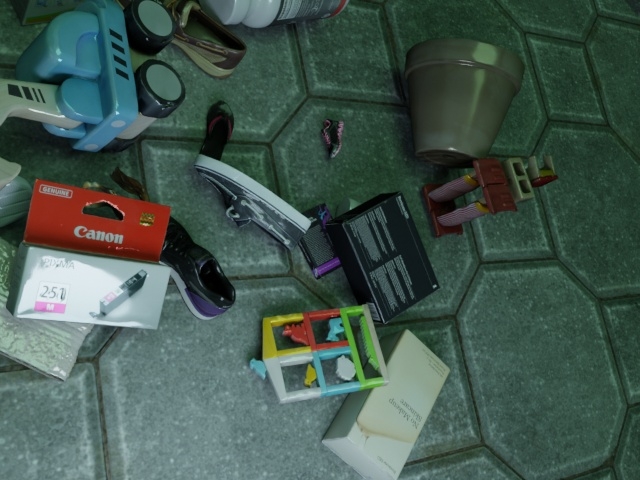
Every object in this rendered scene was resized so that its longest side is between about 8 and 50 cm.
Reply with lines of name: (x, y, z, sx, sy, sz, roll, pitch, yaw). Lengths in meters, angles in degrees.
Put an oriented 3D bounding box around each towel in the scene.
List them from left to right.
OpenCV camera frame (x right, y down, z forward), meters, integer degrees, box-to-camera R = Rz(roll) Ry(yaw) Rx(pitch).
towel: (-0.553, 0.116, 1.295, 0.282, 0.049, 0.187, 32, 59, -20)

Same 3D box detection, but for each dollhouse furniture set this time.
dollhouse furniture set: (0.487, -0.125, 1.964, 0.374, 0.201, 0.152, -8, 77, -41)

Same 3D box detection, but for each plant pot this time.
plant pot: (0.374, -0.354, 1.927, 0.323, 0.323, 0.281, 13, 82, -28)

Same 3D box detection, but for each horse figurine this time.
horse figurine: (-0.400, -0.013, 1.398, 0.174, 0.066, 0.264, 15, 85, -9)

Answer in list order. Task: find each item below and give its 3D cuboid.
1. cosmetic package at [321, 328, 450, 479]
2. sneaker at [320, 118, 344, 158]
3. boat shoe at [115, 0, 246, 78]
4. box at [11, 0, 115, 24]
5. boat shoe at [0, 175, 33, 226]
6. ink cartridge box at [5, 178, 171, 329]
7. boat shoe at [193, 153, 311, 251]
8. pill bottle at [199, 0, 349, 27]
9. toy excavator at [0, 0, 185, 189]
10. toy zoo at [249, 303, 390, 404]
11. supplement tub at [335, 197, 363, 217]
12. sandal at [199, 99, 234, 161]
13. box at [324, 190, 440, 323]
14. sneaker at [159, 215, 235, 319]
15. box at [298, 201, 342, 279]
cosmetic package: (0.155, 0.374, 1.615, 0.160, 0.113, 0.309, 42, 55, -12)
sneaker: (0.025, -0.263, 1.808, 0.057, 0.047, 0.119, 18, 57, -19)
boat shoe: (-0.320, -0.516, 1.626, 0.342, 0.123, 0.123, 37, 57, -17)
box: (-0.548, -0.544, 1.502, 0.203, 0.103, 0.114, -23, 86, -36)
boat shoe: (-0.684, -0.082, 1.234, 0.335, 0.121, 0.119, -9, 40, -35)
ink cartridge box: (-0.408, 0.033, 1.303, 0.275, 0.060, 0.239, 11, 94, -38)
boat shoe: (-0.166, -0.079, 1.585, 0.301, 0.108, 0.102, 34, 83, -21)
pill bottle: (-0.111, -0.643, 1.753, 0.362, 0.210, 0.210, -21, 85, -36)
toy excavator: (-0.492, -0.272, 1.310, 0.445, 0.222, 0.433, 4, 69, -45)
toy zoo: (-0.011, 0.247, 1.543, 0.293, 0.030, 0.192, -5, 60, -17)
supplement tub: (0.100, -0.058, 1.762, 0.107, 0.071, 0.071, 19, 64, -26)
sandal: (-0.235, -0.248, 1.634, 0.067, 0.040, 0.179, 22, 62, -24)
box: (0.150, 0.039, 1.690, 0.184, 0.103, 0.261, -28, 102, -23)
sneaker: (-0.272, 0.027, 1.459, 0.283, 0.124, 0.107, 51, 54, -6)
box: (0.000, 0.000, 1.703, 0.116, 0.029, 0.162, -26, 89, -37)
